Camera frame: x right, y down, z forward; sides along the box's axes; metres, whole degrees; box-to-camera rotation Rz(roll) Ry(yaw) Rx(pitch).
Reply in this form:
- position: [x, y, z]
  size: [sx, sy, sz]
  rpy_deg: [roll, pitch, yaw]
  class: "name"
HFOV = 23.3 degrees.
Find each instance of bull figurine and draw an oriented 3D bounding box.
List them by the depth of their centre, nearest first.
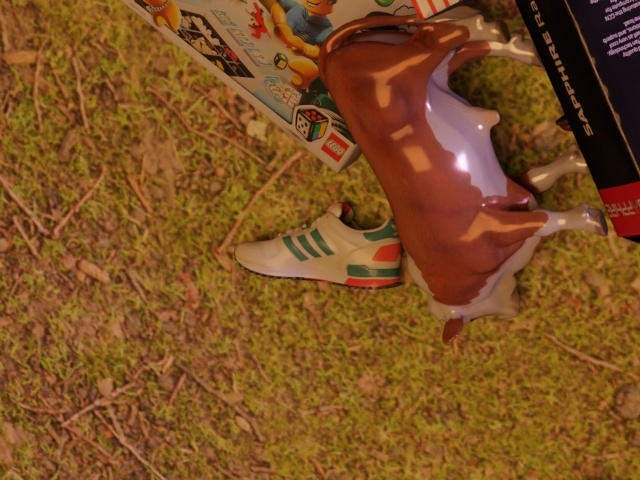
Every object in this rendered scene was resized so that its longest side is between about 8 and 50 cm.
- position: [0.120, -0.054, 1.267]
  size: [0.188, 0.101, 0.310]
  rpy_deg: [-21, 116, 26]
  class: "bull figurine"

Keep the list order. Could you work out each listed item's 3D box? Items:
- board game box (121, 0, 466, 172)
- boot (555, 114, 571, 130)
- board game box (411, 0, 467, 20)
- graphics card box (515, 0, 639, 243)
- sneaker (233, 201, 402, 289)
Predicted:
- position: [-0.045, -0.227, 1.334]
  size: [0.305, 0.053, 0.193]
  rpy_deg: [38, 119, 7]
  class: "board game box"
- position: [0.256, -0.061, 1.275]
  size: [0.106, 0.037, 0.114]
  rpy_deg: [-9, 109, 29]
  class: "boot"
- position: [0.160, -0.227, 1.162]
  size: [0.147, 0.193, 0.045]
  rpy_deg: [-24, 95, 28]
  class: "board game box"
- position: [0.232, -0.211, 1.003]
  size: [0.233, 0.094, 0.370]
  rpy_deg: [-25, 93, -8]
  class: "graphics card box"
- position: [0.000, 0.000, 1.405]
  size: [0.161, 0.057, 0.075]
  rpy_deg: [7, 95, 23]
  class: "sneaker"
